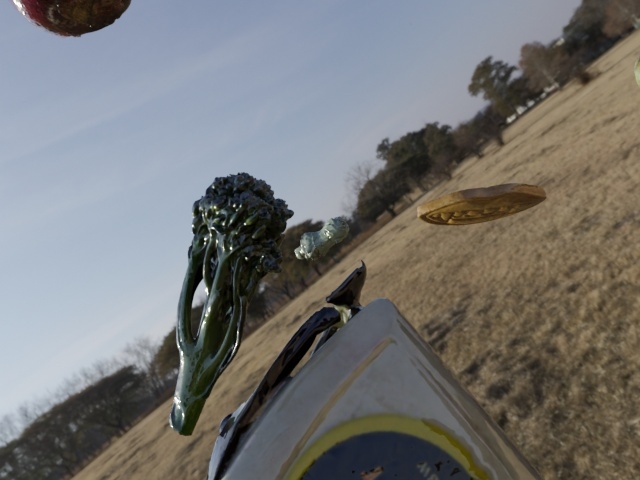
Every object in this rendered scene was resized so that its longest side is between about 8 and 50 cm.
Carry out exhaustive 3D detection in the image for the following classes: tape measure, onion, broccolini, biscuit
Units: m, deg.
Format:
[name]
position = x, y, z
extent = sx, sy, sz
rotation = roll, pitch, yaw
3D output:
[tape measure]
position = 0.019, 0.189, 0.358
extent = 0.232, 0.271, 0.133
rotation = -33, -18, -13
[onion]
position = -0.432, -0.461, 0.812
extent = 0.195, 0.218, 0.140
rotation = -27, -15, 2
[broccolini]
position = -0.075, 0.047, 0.376
extent = 0.068, 0.091, 0.202
rotation = -14, -56, -63
[biscuit]
position = 0.278, -0.058, 0.856
extent = 0.221, 0.028, 0.142
rotation = -7, -17, -1

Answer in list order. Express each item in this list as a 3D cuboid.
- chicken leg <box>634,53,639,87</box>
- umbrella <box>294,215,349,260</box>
[chicken leg]
position = 0.403, -0.059, 0.313
extent = 0.362, 0.211, 0.140
rotation = -4, -45, -14
[umbrella]
position = 0.000, 0.000, 1.096
extent = 0.144, 0.067, 0.062
rotation = -33, -2, 26
